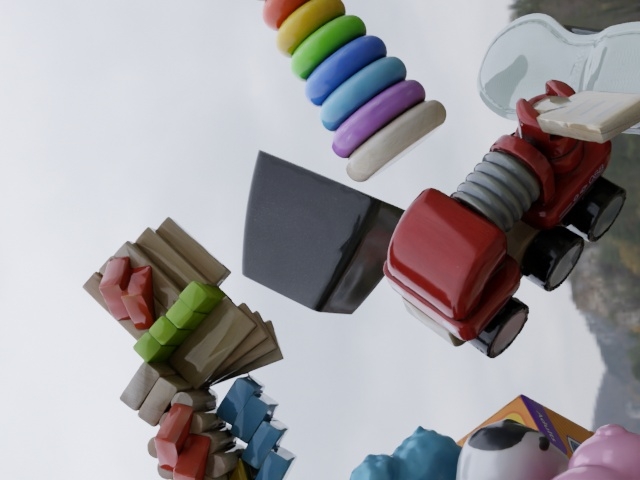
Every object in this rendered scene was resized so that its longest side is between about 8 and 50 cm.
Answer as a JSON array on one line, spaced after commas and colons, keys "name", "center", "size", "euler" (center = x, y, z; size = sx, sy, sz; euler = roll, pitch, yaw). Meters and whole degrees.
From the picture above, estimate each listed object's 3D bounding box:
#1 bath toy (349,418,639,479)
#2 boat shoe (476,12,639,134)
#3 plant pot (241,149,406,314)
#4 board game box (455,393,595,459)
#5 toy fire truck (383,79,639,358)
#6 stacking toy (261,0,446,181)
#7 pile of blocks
[{"name": "bath toy", "center": [0.184, 0.191, 0.620], "size": [0.129, 0.348, 0.151], "euler": [39, -127, -33]}, {"name": "boat shoe", "center": [0.257, -0.152, 0.821], "size": [0.302, 0.091, 0.114], "euler": [43, 117, 64]}, {"name": "plant pot", "center": [0.000, 0.000, 1.158], "size": [0.188, 0.187, 0.167], "euler": [13, -79, -65]}, {"name": "board game box", "center": [0.272, 0.472, 1.036], "size": [0.356, 0.356, 0.356], "euler": [31, -155, -40]}, {"name": "toy fire truck", "center": [0.158, -0.035, 0.682], "size": [0.217, 0.158, 0.246], "euler": [-46, -31, -11]}, {"name": "stacking toy", "center": [0.003, -0.237, 1.027], "size": [0.330, 0.141, 0.141], "euler": [54, -156, 1]}, {"name": "pile of blocks", "center": [-0.105, 0.145, 0.774], "size": [0.112, 0.149, 0.362], "euler": [35, -148, -78]}]
